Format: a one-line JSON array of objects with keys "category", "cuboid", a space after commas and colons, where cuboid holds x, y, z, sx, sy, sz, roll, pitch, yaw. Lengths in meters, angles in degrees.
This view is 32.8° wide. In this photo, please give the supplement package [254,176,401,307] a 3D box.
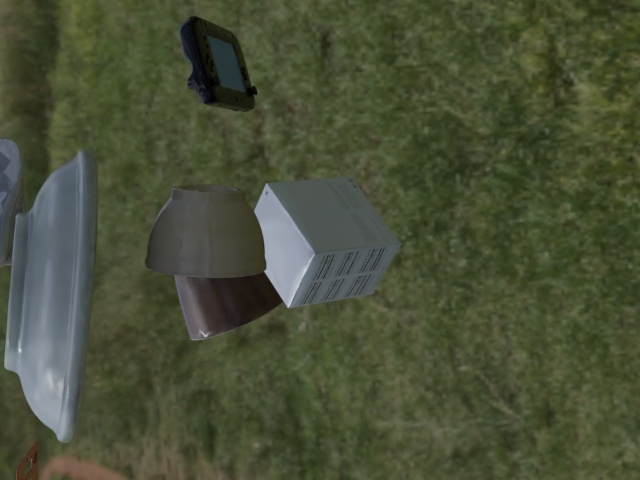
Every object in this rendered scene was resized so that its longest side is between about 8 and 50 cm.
[{"category": "supplement package", "cuboid": [0.000, 0.000, 2.054, 0.194, 0.203, 0.149, 55, 136, 33]}]

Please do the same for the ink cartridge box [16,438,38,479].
[{"category": "ink cartridge box", "cuboid": [-0.467, 0.469, 1.808, 0.189, 0.066, 0.232, -136, 53, -84]}]

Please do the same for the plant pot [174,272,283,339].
[{"category": "plant pot", "cuboid": [-0.213, 0.053, 2.223, 0.230, 0.215, 0.215, 67, 165, -8]}]

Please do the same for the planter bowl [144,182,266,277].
[{"category": "planter bowl", "cuboid": [-0.151, -0.018, 1.444, 0.162, 0.162, 0.109, -153, 64, -71]}]

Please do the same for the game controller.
[{"category": "game controller", "cuboid": [-0.192, -0.335, 2.091, 0.319, 0.067, 0.166, -19, -78, -78]}]

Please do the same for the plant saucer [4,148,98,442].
[{"category": "plant saucer", "cuboid": [-0.370, 0.070, 1.475, 0.400, 0.101, 0.400, -175, 90, -74]}]

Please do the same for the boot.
[{"category": "boot", "cuboid": [-0.635, -0.073, 2.192, 0.123, 0.095, 0.258, 5, -84, -82]}]
